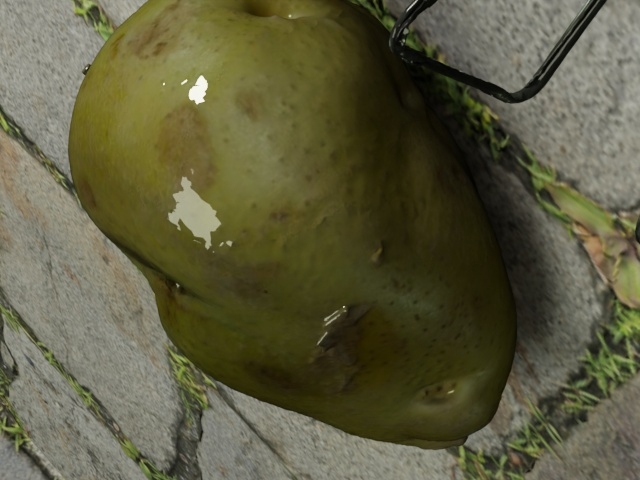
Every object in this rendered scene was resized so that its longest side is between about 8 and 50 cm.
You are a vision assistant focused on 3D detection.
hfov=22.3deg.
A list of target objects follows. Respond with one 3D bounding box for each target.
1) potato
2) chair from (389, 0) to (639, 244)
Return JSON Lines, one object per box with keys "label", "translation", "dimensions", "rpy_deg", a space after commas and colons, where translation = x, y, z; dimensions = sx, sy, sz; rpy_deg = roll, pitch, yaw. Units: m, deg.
{"label": "potato", "translation": [0.000, -0.002, 0.950], "dimensions": [0.218, 0.202, 0.351], "rpy_deg": [-5, 133, 48]}
{"label": "chair", "translation": [0.161, -0.117, 0.634], "dimensions": [0.140, 0.221, 0.145], "rpy_deg": [40, -166, 24]}
